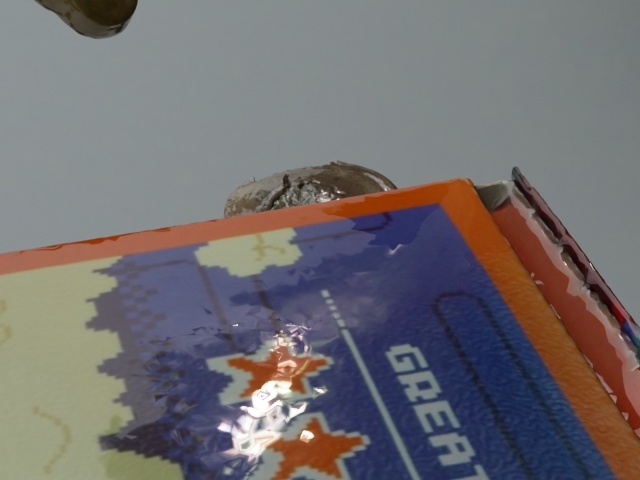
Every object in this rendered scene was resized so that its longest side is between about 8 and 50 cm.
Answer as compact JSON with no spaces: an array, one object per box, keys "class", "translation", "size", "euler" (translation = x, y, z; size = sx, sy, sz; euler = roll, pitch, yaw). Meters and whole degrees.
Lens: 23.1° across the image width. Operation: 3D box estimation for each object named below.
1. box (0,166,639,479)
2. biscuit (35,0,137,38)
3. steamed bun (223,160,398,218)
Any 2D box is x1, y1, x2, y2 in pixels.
[{"class":"box","translation":[0.000,0.210,0.586],"size":[0.318,0.256,0.349],"euler":[-115,19,-56]},{"class":"biscuit","translation":[-0.161,-0.283,1.106],"size":[0.183,0.047,0.320],"euler":[15,-122,-19]},{"class":"steamed bun","translation":[0.000,0.000,1.470],"size":[0.145,0.175,0.106],"euler":[76,-165,-51]}]
